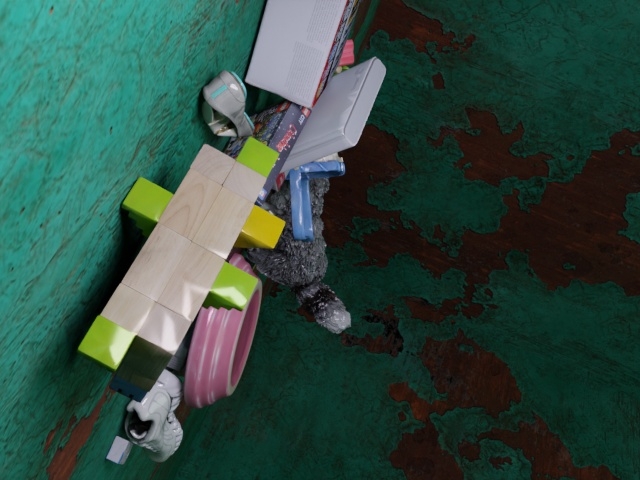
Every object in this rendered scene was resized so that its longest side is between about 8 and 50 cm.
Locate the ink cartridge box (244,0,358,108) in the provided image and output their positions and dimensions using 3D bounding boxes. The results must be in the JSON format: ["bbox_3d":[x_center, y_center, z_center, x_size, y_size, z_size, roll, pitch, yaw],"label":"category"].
[{"bbox_3d":[0.006,-0.430,1.397,0.272,0.130,0.309,-66,178,-52],"label":"ink cartridge box"}]

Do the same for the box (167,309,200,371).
[{"bbox_3d":[-0.275,0.180,1.808,0.324,0.067,0.063,-59,171,-70],"label":"box"}]

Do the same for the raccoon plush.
[{"bbox_3d":[0.000,0.000,2.326,0.299,0.446,0.216,-53,171,28],"label":"raccoon plush"}]

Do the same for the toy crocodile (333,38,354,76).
[{"bbox_3d":[0.022,-0.363,1.635,0.115,0.105,0.340,-29,122,-41],"label":"toy crocodile"}]

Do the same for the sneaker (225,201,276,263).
[{"bbox_3d":[-0.176,0.007,1.530,0.162,0.106,0.281,-60,-173,-18],"label":"sneaker"}]

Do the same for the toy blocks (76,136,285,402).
[{"bbox_3d":[-0.207,0.060,1.117,0.261,0.191,0.381,-51,-168,54],"label":"toy blocks"}]

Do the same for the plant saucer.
[{"bbox_3d":[-0.194,0.192,1.722,0.332,0.084,0.332,14,90,-86],"label":"plant saucer"}]

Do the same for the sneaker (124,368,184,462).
[{"bbox_3d":[-0.353,0.380,1.697,0.118,0.110,0.292,-55,162,-42],"label":"sneaker"}]

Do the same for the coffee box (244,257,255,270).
[{"bbox_3d":[-0.251,0.153,2.490,0.113,0.040,0.184,-62,175,-65],"label":"coffee box"}]

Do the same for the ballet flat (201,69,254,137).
[{"bbox_3d":[-0.145,-0.193,1.241,0.068,0.072,0.213,-39,173,-8],"label":"ballet flat"}]

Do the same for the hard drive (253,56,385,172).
[{"bbox_3d":[-0.036,-0.205,1.488,0.307,0.040,0.203,-16,-140,41],"label":"hard drive"}]

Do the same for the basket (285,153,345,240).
[{"bbox_3d":[-0.046,-0.141,1.814,0.255,0.201,0.289,53,29,-87],"label":"basket"}]

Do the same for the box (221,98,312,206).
[{"bbox_3d":[-0.121,-0.137,1.410,0.159,0.044,0.233,-18,-143,43],"label":"box"}]

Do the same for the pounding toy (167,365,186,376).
[{"bbox_3d":[-0.306,0.273,1.907,0.130,0.100,0.141,101,2,-83],"label":"pounding toy"}]

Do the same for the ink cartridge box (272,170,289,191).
[{"bbox_3d":[-0.099,-0.181,1.658,0.135,0.099,0.056,-61,166,-20],"label":"ink cartridge box"}]

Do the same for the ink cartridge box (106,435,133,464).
[{"bbox_3d":[-0.405,0.425,1.669,0.083,0.028,0.048,106,8,-72],"label":"ink cartridge box"}]
